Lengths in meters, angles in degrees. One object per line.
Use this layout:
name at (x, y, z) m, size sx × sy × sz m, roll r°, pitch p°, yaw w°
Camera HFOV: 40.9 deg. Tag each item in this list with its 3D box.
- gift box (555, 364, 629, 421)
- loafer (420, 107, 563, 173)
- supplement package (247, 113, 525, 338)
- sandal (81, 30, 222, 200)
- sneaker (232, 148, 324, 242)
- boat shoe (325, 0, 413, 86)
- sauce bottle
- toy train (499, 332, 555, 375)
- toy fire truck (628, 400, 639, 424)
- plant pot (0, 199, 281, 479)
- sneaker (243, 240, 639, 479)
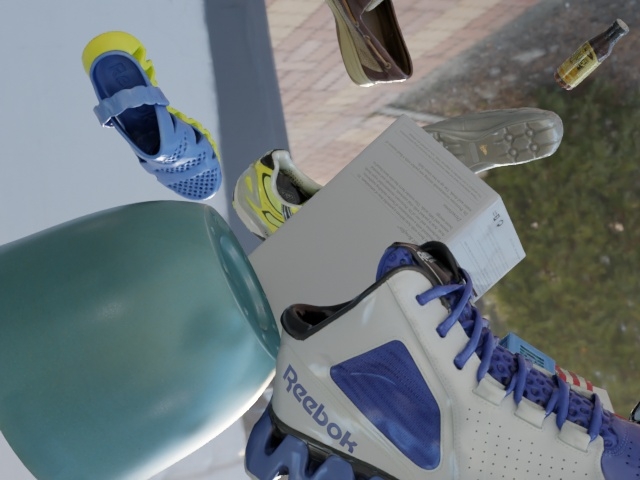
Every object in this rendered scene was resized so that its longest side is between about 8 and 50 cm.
gift box at (0.299, 0.317, 1.286) m, size 0.255 × 0.276 × 0.258 m, roll 15°, pitch 124°, yaw -14°
loafer at (0.275, -0.175, 1.552) m, size 0.320 × 0.112 × 0.111 m, roll -4°, pitch -159°, yaw 23°
supplement package at (0.072, 0.030, 1.050) m, size 0.293 × 0.177 × 0.175 m, roll -42°, pitch 147°, yaw 0°
sandal at (-0.260, -0.164, 1.333) m, size 0.126 × 0.138 × 0.317 m, roll -28°, pitch 131°, yaw 13°
sneaker at (0.000, 0.000, 1.526) m, size 0.145 × 0.385 × 0.147 m, roll -44°, pitch 174°, yaw -37°
boat shoe at (0.075, -0.415, 1.421) m, size 0.123 × 0.341 × 0.123 m, roll 9°, pitch -142°, yaw 42°
sauce bottle at (0.416, -0.287, 1.319) m, size 0.042 × 0.042 × 0.128 m, roll 0°, pitch 144°, yaw -40°
toy train at (0.180, 0.190, 0.934) m, size 0.184 × 0.080 × 0.105 m, roll -54°, pitch -176°, yaw 34°
toy fire truck at (0.329, 0.163, 0.646) m, size 0.217 × 0.158 × 0.246 m, roll -45°, pitch 180°, yaw -42°
plant pot at (-0.180, 0.093, 0.892) m, size 0.235 × 0.293 × 0.293 m, roll -25°, pitch 168°, yaw 4°
sneaker at (0.095, 0.096, 0.569) m, size 0.316 × 0.182 × 0.127 m, roll 7°, pitch -167°, yaw 20°
